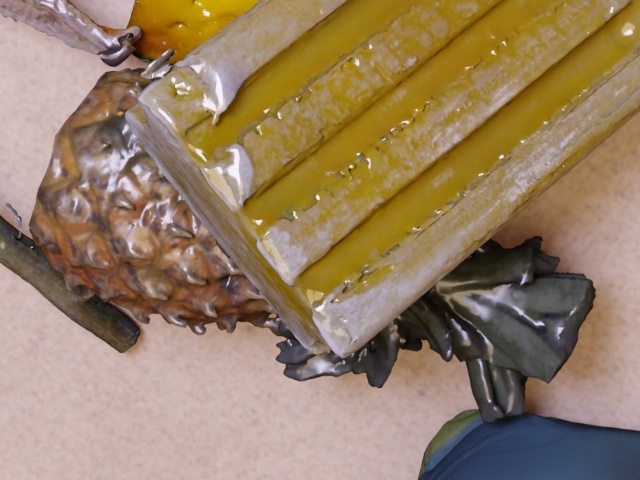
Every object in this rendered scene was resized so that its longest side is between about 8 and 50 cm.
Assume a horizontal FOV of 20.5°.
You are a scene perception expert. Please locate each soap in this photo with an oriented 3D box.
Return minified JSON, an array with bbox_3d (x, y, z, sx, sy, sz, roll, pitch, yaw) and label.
[{"bbox_3d":[0.055,-0.088,0.920,0.274,0.089,0.173,-39,95,-13],"label":"soap"}]

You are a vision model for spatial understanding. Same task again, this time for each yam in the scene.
[{"bbox_3d":[-0.199,-0.007,1.067,0.234,0.027,0.029,40,143,-24],"label":"yam"}]

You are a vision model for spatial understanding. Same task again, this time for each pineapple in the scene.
[{"bbox_3d":[0.000,0.000,1.006,0.310,0.141,0.170,21,101,2],"label":"pineapple"}]

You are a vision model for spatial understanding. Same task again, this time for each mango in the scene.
[{"bbox_3d":[-0.046,-0.168,0.998,0.101,0.066,0.187,34,119,-9],"label":"mango"}]

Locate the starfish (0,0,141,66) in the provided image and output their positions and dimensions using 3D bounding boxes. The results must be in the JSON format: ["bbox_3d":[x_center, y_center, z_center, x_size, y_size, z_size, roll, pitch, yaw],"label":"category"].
[{"bbox_3d":[-0.306,-0.204,0.957,0.398,0.132,0.384,-26,121,11],"label":"starfish"}]

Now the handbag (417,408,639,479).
[{"bbox_3d":[0.123,0.246,1.004,0.222,0.241,0.263,12,111,9],"label":"handbag"}]
